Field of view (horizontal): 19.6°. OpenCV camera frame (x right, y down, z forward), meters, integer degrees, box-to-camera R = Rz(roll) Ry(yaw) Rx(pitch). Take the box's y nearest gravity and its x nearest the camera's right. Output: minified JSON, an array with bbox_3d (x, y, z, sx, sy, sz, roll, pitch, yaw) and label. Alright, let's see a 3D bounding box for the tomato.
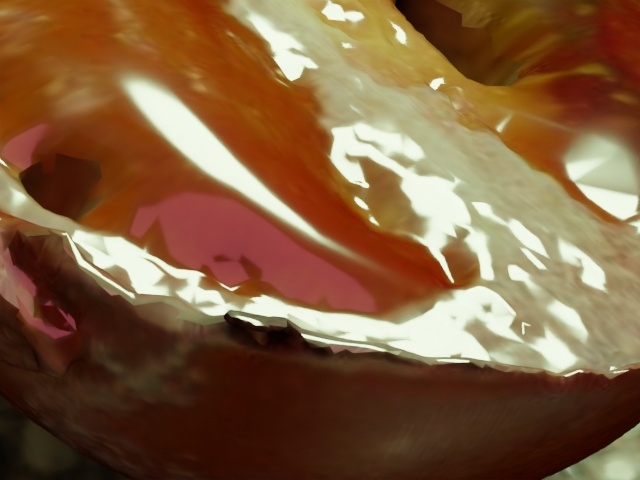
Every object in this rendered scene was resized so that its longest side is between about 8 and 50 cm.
[{"bbox_3d":[0.000,0.000,0.424,0.228,0.112,0.199,-12,43,-34],"label":"tomato"}]
